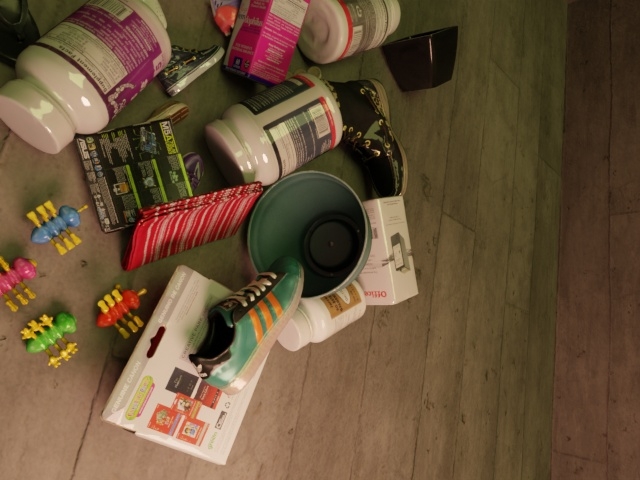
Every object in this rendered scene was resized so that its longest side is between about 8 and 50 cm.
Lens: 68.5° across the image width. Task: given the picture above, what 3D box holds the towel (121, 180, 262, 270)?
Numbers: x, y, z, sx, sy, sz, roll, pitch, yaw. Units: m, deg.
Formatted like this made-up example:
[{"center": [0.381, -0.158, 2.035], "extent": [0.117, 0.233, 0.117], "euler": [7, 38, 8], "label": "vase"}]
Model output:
[{"center": [-0.256, -0.028, 0.949], "extent": [0.275, 0.199, 0.031], "euler": [-21, 71, -41], "label": "towel"}]

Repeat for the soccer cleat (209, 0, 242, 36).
[{"center": [-0.162, -0.579, 1.174], "extent": [0.248, 0.083, 0.095], "euler": [-32, 102, -37], "label": "soccer cleat"}]

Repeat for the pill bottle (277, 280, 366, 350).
[{"center": [-0.003, 0.181, 1.183], "extent": [0.229, 0.131, 0.131], "euler": [-23, 100, -41], "label": "pill bottle"}]

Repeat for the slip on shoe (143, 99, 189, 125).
[{"center": [-0.342, -0.257, 0.998], "extent": [0.041, 0.051, 0.135], "euler": [37, 62, 13], "label": "slip on shoe"}]

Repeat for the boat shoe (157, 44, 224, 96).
[{"center": [-0.292, -0.403, 1.041], "extent": [0.083, 0.065, 0.183], "euler": [52, 55, -26], "label": "boat shoe"}]

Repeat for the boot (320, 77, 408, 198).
[{"center": [0.095, -0.285, 1.323], "extent": [0.284, 0.138, 0.377], "euler": [-9, 87, -43], "label": "boot"}]

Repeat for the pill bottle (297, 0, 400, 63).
[{"center": [0.089, -0.621, 1.334], "extent": [0.318, 0.176, 0.176], "euler": [-34, 107, -39], "label": "pill bottle"}]

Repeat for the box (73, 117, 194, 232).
[{"center": [-0.355, -0.127, 0.916], "extent": [0.184, 0.045, 0.191], "euler": [-18, 93, -20], "label": "box"}]

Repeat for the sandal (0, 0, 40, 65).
[{"center": [-0.557, -0.430, 0.815], "extent": [0.097, 0.054, 0.255], "euler": [-19, 97, -41], "label": "sandal"}]

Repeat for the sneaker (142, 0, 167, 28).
[{"center": [-0.402, -0.544, 0.919], "extent": [0.111, 0.129, 0.297], "euler": [-50, 118, -36], "label": "sneaker"}]

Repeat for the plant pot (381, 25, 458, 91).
[{"center": [0.344, -0.597, 1.565], "extent": [0.187, 0.188, 0.167], "euler": [-35, 119, -39], "label": "plant pot"}]

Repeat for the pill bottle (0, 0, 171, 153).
[{"center": [-0.421, -0.301, 0.845], "extent": [0.169, 0.169, 0.301], "euler": [47, 57, -28], "label": "pill bottle"}]

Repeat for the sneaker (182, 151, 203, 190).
[{"center": [-0.290, -0.115, 1.005], "extent": [0.068, 0.071, 0.170], "euler": [36, 62, -33], "label": "sneaker"}]

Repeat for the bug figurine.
[{"center": [-0.454, 0.079, 0.834], "extent": [0.216, 0.072, 0.279], "euler": [-40, 115, -31], "label": "bug figurine"}]

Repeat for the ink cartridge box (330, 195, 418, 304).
[{"center": [0.136, 0.030, 1.281], "extent": [0.114, 0.198, 0.273], "euler": [-11, 93, -43], "label": "ink cartridge box"}]

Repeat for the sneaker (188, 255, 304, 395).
[{"center": [-0.137, 0.137, 0.912], "extent": [0.121, 0.108, 0.302], "euler": [47, 57, -31], "label": "sneaker"}]

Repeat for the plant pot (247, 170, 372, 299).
[{"center": [0.000, 0.000, 1.136], "extent": [0.196, 0.293, 0.293], "euler": [22, 68, -66], "label": "plant pot"}]

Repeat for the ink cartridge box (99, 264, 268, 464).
[{"center": [-0.263, 0.241, 0.944], "extent": [0.272, 0.130, 0.309], "euler": [38, 60, -32], "label": "ink cartridge box"}]

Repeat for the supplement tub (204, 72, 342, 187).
[{"center": [-0.103, -0.244, 1.073], "extent": [0.272, 0.191, 0.191], "euler": [-33, 107, -21], "label": "supplement tub"}]

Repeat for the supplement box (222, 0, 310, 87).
[{"center": [-0.127, -0.483, 1.100], "extent": [0.114, 0.111, 0.220], "euler": [6, 110, -49], "label": "supplement box"}]

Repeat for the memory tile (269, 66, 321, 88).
[{"center": [-0.067, -0.382, 1.206], "extent": [0.012, 0.148, 0.113], "euler": [38, 47, -80], "label": "memory tile"}]
